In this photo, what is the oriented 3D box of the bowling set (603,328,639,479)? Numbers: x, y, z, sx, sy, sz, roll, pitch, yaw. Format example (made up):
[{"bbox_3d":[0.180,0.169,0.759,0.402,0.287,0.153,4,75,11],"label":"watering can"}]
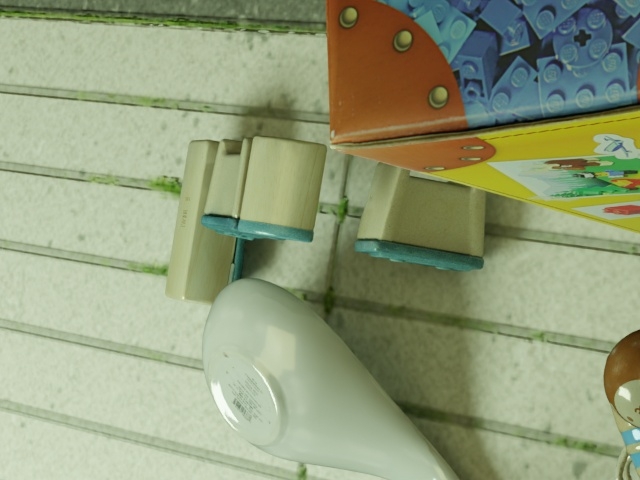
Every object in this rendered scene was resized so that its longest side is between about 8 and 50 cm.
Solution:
[{"bbox_3d":[0.226,0.124,0.858,0.287,0.200,0.154,-26,71,51],"label":"bowling set"}]

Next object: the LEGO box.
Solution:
[{"bbox_3d":[0.208,-0.196,0.751,0.193,0.500,0.372,-6,81,32],"label":"LEGO box"}]

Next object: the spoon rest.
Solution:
[{"bbox_3d":[0.015,0.139,1.076,0.276,0.084,0.137,49,139,19],"label":"spoon rest"}]

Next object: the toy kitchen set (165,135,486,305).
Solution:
[{"bbox_3d":[0.000,0.000,1.129,0.207,0.166,0.122,-172,92,-70],"label":"toy kitchen set"}]
